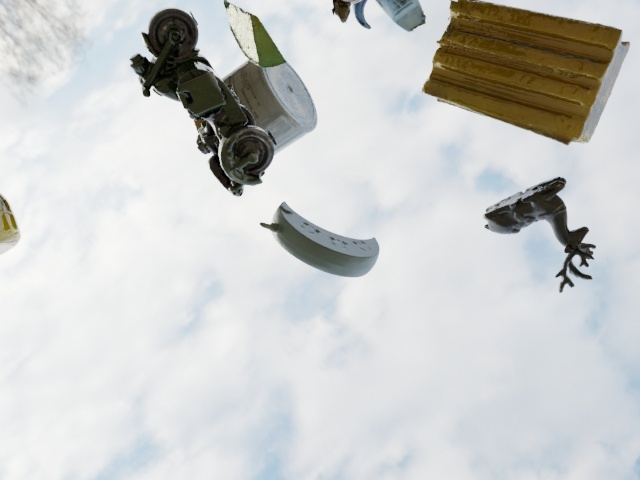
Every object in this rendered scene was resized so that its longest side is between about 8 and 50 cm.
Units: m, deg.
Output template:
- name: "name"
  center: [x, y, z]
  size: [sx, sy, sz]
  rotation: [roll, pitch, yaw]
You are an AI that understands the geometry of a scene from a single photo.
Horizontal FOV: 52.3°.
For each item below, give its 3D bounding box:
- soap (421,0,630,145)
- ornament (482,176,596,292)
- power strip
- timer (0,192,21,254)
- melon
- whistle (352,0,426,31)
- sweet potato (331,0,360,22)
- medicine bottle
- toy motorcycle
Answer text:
- name: "soap"
  center: [0.362, -0.311, 1.191]
  size: [0.325, 0.096, 0.204]
  rotation: [28, -77, 32]
- name: "ornament"
  center: [0.480, 0.006, 1.404]
  size: [0.202, 0.236, 0.080]
  rotation: [-26, -172, 36]
- name: "power strip"
  center: [0.000, 0.000, 1.271]
  size: [0.167, 0.253, 0.054]
  rotation: [-100, -146, -65]
- name: "timer"
  center: [-0.278, 0.006, 0.487]
  size: [0.107, 0.107, 0.109]
  rotation: [-20, -91, 7]
- name: "melon"
  center: [-0.149, -0.416, 1.275]
  size: [0.053, 0.114, 0.261]
  rotation: [-30, -135, -7]
- name: "whistle"
  center: [0.126, -0.530, 1.319]
  size: [0.180, 0.269, 0.093]
  rotation: [-36, -138, 16]
- name: "sweet potato"
  center: [0.031, -0.462, 0.952]
  size: [0.098, 0.310, 0.124]
  rotation: [5, -140, 17]
- name: "medicine bottle"
  center: [-0.164, -0.324, 1.646]
  size: [0.232, 0.238, 0.237]
  rotation: [-30, -125, 25]
- name: "toy motorcycle"
  center: [-0.172, -0.195, 0.963]
  size: [0.127, 0.275, 0.205]
  rotation: [-34, -148, 1]
